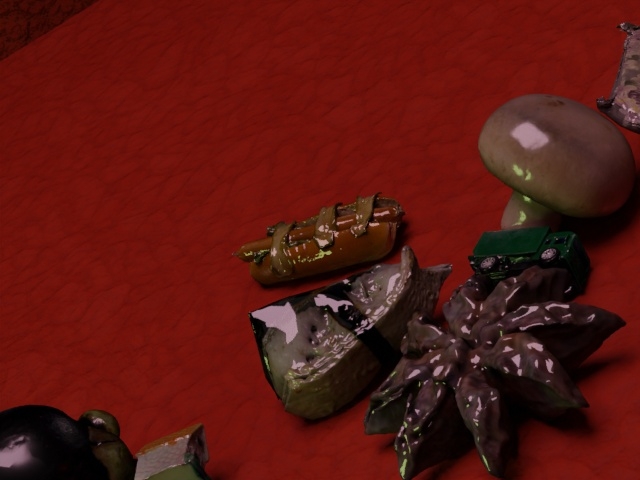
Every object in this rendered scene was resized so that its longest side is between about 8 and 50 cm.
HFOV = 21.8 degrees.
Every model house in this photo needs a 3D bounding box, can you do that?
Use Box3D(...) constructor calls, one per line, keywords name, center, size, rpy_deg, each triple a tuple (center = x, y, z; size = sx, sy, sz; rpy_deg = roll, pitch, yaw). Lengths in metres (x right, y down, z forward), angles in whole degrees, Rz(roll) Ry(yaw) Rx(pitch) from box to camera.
Box3D(name="model house", center=(-0.165, 0.284, 2.020), size=(0.088, 0.100, 0.100), rpy_deg=(-25, 28, 15))

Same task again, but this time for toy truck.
Box3D(name="toy truck", center=(0.258, 0.030, 2.036), size=(0.147, 0.065, 0.079), rpy_deg=(-6, 37, 40))

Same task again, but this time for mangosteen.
Box3D(name="mangosteen", center=(-0.339, 0.300, 2.060), size=(0.243, 0.243, 0.243), rpy_deg=(-23, 31, 15))

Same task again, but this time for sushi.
Box3D(name="sushi", center=(0.056, 0.117, 2.051), size=(0.273, 0.134, 0.109), rpy_deg=(-24, 33, -2))

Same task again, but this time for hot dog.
Box3D(name="hot dog", center=(0.000, 0.000, 2.315), size=(0.269, 0.072, 0.109), rpy_deg=(-16, 31, 24))

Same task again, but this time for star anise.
Box3D(name="star anise", center=(0.186, 0.141, 1.886), size=(0.332, 0.117, 0.331), rpy_deg=(-28, 33, 20))

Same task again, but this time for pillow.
Box3D(name="pillow", center=(0.442, -0.195, 2.145), size=(0.169, 0.059, 0.255), rpy_deg=(22, 37, 5))

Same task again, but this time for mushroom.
Box3D(name="mushroom", center=(0.286, -0.080, 2.087), size=(0.204, 0.204, 0.204), rpy_deg=(-23, 31, 15))
